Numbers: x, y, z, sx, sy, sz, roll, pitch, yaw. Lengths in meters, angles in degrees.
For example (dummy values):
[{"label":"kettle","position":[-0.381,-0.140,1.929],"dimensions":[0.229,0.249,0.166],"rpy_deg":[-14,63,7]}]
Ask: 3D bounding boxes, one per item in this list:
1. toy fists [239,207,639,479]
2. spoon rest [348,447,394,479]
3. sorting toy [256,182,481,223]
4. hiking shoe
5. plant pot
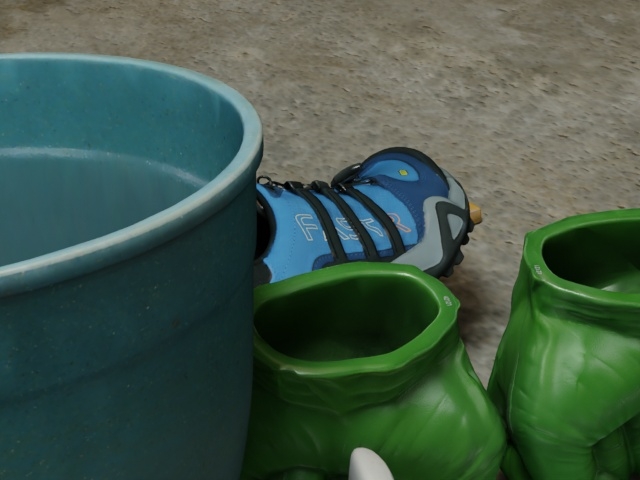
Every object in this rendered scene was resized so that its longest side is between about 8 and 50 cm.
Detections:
[{"label":"toy fists","position":[0.080,0.081,0.833],"dimensions":[0.279,0.142,0.096],"rpy_deg":[-12,41,-19]},{"label":"spoon rest","position":[0.145,0.144,0.773],"dimensions":[0.276,0.084,0.137],"rpy_deg":[5,22,-13]},{"label":"sorting toy","position":[-0.042,0.001,1.161],"dimensions":[0.348,0.047,0.196],"rpy_deg":[-23,29,-39]},{"label":"hiking shoe","position":[0.000,0.000,0.989],"dimensions":[0.113,0.132,0.304],"rpy_deg":[-38,11,27]},{"label":"plant pot","position":[-0.148,0.083,0.710],"dimensions":[0.272,0.255,0.271],"rpy_deg":[-4,22,2]}]
